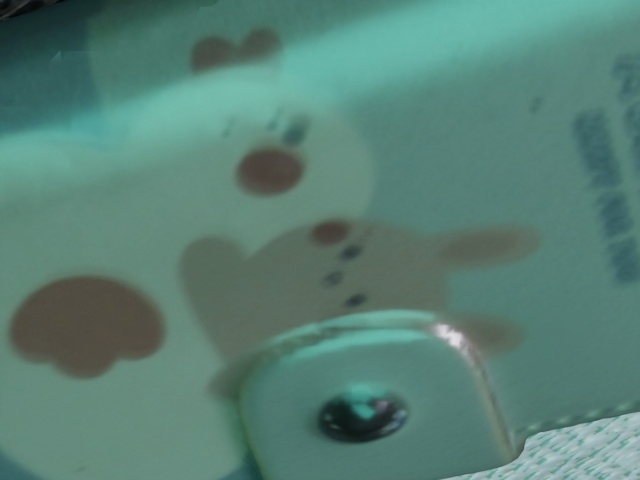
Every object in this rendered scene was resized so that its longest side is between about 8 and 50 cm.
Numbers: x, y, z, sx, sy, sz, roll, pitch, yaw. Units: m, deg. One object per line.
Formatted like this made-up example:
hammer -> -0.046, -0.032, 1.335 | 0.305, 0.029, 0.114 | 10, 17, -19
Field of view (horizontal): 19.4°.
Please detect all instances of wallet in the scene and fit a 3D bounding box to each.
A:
wallet -> 0.000, 0.000, 0.598 | 0.360, 0.083, 0.252 | -15, 140, 8
